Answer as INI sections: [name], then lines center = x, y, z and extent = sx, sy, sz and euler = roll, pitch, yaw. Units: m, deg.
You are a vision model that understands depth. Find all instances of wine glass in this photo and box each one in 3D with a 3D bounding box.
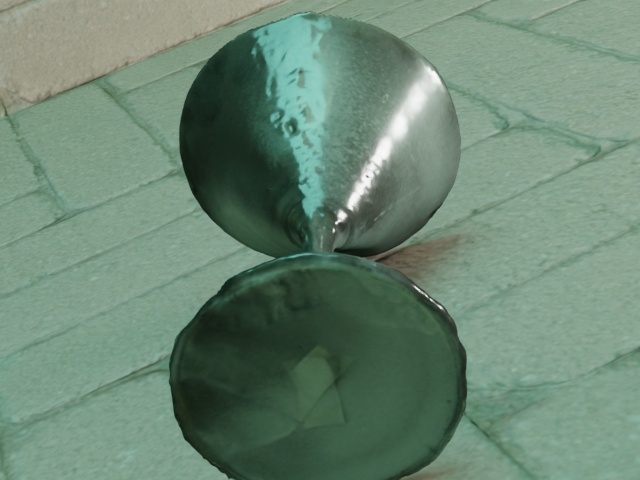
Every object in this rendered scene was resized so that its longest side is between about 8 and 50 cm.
[wine glass]
center = 0.000, 0.000, 1.040
extent = 0.267, 0.267, 0.406
euler = -16, 27, 8
